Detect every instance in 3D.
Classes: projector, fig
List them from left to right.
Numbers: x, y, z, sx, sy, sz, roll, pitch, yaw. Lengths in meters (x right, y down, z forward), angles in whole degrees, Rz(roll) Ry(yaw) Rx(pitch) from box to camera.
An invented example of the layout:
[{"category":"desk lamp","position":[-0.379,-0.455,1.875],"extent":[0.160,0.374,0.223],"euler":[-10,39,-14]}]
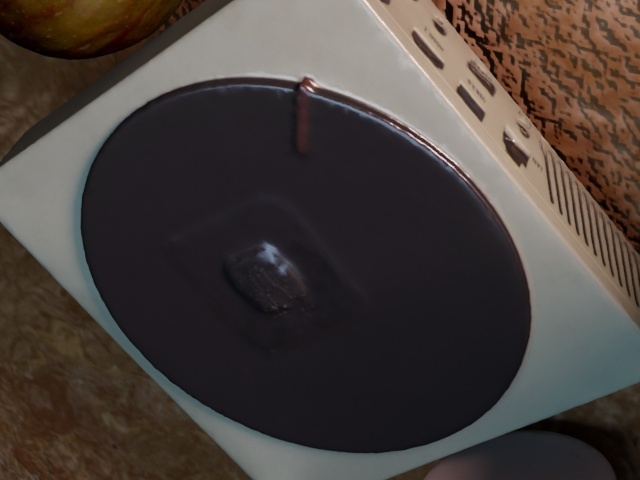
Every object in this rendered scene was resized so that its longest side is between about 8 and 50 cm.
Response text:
[{"category":"fig","position":[-0.103,-0.145,0.666],"extent":[0.109,0.103,0.155],"euler":[31,147,-25]},{"category":"projector","position":[0.000,0.000,0.722],"extent":[0.259,0.079,0.257],"euler":[-28,113,38]}]

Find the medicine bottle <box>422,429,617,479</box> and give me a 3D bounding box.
[{"category":"medicine bottle","position":[0.127,0.233,0.792],"extent":[0.131,0.131,0.250],"euler":[3,124,29]}]
